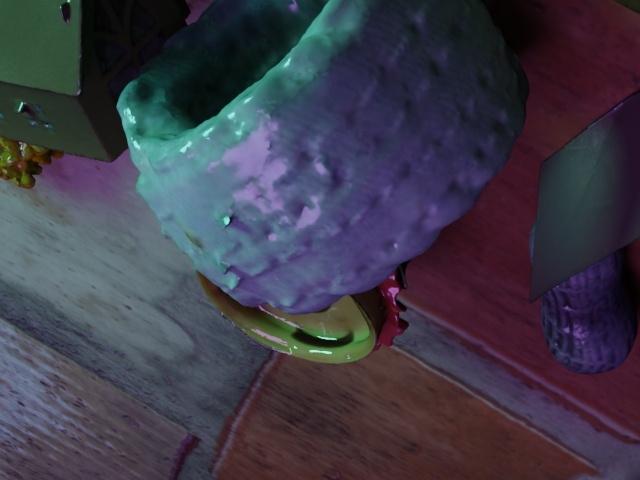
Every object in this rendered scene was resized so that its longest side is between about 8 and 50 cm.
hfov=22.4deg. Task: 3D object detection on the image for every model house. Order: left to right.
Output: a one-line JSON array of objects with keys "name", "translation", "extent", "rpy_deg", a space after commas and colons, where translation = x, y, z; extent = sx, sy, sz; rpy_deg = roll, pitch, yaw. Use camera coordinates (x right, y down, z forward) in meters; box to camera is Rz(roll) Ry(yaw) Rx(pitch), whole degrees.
[{"name": "model house", "translation": [-0.193, -0.203, 1.064], "extent": [0.180, 0.176, 0.248], "rpy_deg": [16, 145, 36]}]

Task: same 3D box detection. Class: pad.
[{"name": "pad", "translation": [0.191, -0.039, 1.042], "extent": [0.006, 0.113, 0.188], "rpy_deg": [19, 150, -21]}]

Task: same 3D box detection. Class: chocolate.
[{"name": "chocolate", "translation": [0.191, 0.035, 1.167], "extent": [0.072, 0.072, 0.167], "rpy_deg": [11, 138, 27]}]

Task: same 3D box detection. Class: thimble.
[{"name": "thimble", "translation": [-0.001, -0.081, 1.019], "extent": [0.172, 0.250, 0.205], "rpy_deg": [49, 174, -24]}]

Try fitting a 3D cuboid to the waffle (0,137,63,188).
[{"name": "waffle", "translation": [-0.293, -0.131, 1.326], "extent": [0.193, 0.070, 0.197], "rpy_deg": [15, 142, 23]}]

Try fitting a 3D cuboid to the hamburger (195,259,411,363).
[{"name": "hamburger", "translation": [-0.003, -0.002, 1.208], "extent": [0.175, 0.137, 0.175], "rpy_deg": [17, 146, 12]}]

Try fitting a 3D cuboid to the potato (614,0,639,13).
[{"name": "potato", "translation": [0.241, -0.178, 0.778], "extent": [0.307, 0.173, 0.210], "rpy_deg": [15, 152, 20]}]
